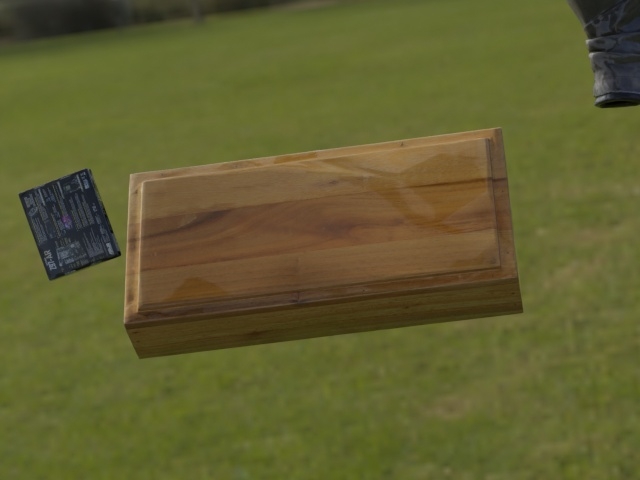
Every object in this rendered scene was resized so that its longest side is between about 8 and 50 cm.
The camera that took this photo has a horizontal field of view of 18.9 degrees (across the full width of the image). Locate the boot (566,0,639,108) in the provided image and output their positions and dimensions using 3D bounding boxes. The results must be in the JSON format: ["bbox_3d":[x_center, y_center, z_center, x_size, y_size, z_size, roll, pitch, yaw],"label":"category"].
[{"bbox_3d":[0.426,-0.276,2.187,0.338,0.222,0.118,-19,-2,-16],"label":"boot"}]

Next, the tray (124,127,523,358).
[{"bbox_3d":[0.000,0.000,2.050,0.411,0.076,0.203,-8,53,7],"label":"tray"}]

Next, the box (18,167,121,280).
[{"bbox_3d":[-0.221,-0.014,1.696,0.067,0.083,0.018,-21,-2,4],"label":"box"}]
